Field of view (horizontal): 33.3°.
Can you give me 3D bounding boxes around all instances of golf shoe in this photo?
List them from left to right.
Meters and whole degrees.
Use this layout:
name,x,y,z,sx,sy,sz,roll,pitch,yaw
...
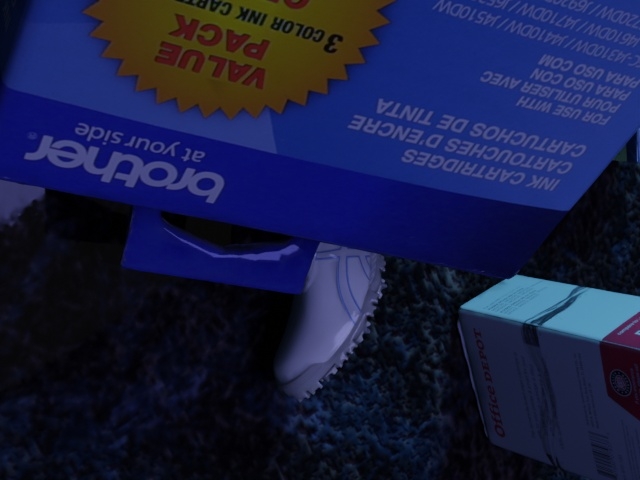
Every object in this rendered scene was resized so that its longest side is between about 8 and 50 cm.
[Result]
name,x,y,z,sx,sy,sz,roll,pitch,yaw
golf shoe,0.000,0.000,0.607,0.086,0.069,0.176,29,76,-17

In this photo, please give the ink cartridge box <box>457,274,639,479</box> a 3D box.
name,x,y,z,sx,sy,sz,roll,pitch,yaw
ink cartridge box,0.169,0.089,0.675,0.063,0.150,0.109,-29,114,-31

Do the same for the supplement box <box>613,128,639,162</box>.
name,x,y,z,sx,sy,sz,roll,pitch,yaw
supplement box,0.202,-0.088,0.705,0.083,0.083,0.056,-15,107,-31

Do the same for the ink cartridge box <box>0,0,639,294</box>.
name,x,y,z,sx,sy,sz,roll,pitch,yaw
ink cartridge box,0.023,-0.138,0.432,0.270,0.151,0.395,11,135,-24
